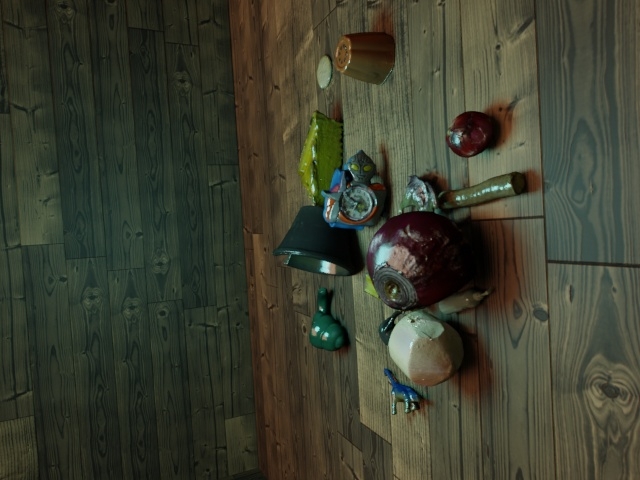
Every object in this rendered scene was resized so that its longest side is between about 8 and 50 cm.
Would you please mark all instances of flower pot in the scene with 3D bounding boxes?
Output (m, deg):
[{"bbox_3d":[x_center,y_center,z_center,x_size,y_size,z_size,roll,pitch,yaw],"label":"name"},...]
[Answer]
[{"bbox_3d":[0.000,0.000,1.985,0.379,0.380,0.251,-20,54,64],"label":"flower pot"},{"bbox_3d":[0.153,-0.679,1.665,0.191,0.173,0.190,177,90,-67],"label":"flower pot"}]

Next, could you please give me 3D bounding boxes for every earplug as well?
[{"bbox_3d":[0.039,0.395,2.150,0.257,0.164,0.280,-54,45,-1],"label":"earplug"}]

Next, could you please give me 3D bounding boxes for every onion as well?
[{"bbox_3d":[0.410,-0.291,1.242,0.131,0.131,0.131,176,90,-65],"label":"onion"},{"bbox_3d":[0.269,0.048,1.336,0.260,0.282,0.337,58,156,-8],"label":"onion"}]

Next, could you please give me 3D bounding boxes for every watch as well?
[{"bbox_3d":[0.114,-0.197,1.782,0.274,0.242,0.305,-160,77,-81],"label":"watch"}]

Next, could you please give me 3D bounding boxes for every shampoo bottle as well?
[{"bbox_3d":[0.431,0.177,1.339,0.195,0.056,0.056,138,123,-61],"label":"shampoo bottle"}]

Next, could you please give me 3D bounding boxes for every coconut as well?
[{"bbox_3d":[0.335,0.338,1.396,0.234,0.224,0.224,-160,68,-70],"label":"coconut"}]

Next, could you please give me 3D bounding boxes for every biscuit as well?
[{"bbox_3d":[0.016,-0.790,2.114,0.152,0.020,0.152,18,110,63],"label":"biscuit"}]

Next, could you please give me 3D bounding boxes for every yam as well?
[{"bbox_3d":[0.439,-0.132,1.266,0.300,0.066,0.066,166,98,-65],"label":"yam"}]

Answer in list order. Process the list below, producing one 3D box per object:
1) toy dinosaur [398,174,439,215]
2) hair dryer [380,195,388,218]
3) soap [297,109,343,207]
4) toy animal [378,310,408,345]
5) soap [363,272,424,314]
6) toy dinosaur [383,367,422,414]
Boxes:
[{"bbox_3d":[0.326,-0.128,1.464,0.294,0.077,0.162,-133,37,-64],"label":"toy dinosaur"},{"bbox_3d":[0.245,-0.130,1.727,0.047,0.026,0.083,39,125,56],"label":"hair dryer"},{"bbox_3d":[0.025,-0.351,1.995,0.338,0.169,0.304,111,145,-45],"label":"soap"},{"bbox_3d":[0.287,0.331,1.591,0.082,0.137,0.269,41,172,41],"label":"toy animal"},{"bbox_3d":[0.268,0.177,1.597,0.233,0.135,0.076,30,120,60],"label":"soap"},{"bbox_3d":[0.302,0.537,1.668,0.247,0.075,0.188,116,149,-56],"label":"toy dinosaur"}]
